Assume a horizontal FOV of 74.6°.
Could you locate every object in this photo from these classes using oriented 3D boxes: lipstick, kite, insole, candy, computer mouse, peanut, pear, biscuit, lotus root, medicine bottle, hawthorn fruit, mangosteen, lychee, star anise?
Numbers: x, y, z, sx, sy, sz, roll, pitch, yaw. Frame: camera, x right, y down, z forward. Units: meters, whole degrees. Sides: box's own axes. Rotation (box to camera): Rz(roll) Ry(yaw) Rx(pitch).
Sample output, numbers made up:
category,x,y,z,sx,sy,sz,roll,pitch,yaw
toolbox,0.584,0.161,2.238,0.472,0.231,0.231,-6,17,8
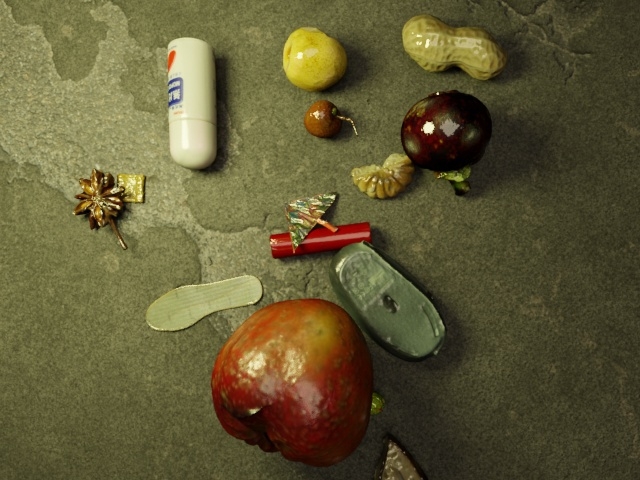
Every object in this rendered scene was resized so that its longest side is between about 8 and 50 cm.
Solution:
category,x,y,z,sx,sy,sz,roll,pitch,yaw
lipstick,0.000,-0.001,1.161,0.280,0.073,0.073,-8,87,3
kite,-0.033,-0.063,1.162,0.189,0.009,0.232,27,64,26
insole,-0.334,0.176,1.197,0.348,0.009,0.119,-15,86,2
candy,0.095,0.399,1.155,0.194,0.058,0.062,41,121,13
computer mouse,0.177,0.160,1.127,0.203,0.114,0.374,-41,94,-3
peanut,0.365,-0.522,1.151,0.298,0.120,0.136,16,112,2
pear,-0.013,-0.493,1.145,0.178,0.178,0.178,0,87,2
biscuit,0.185,-0.177,1.169,0.183,0.061,0.118,-18,88,1
lotus root,0.211,0.673,1.119,0.170,0.074,0.260,20,87,3
medicine bottle,-0.354,-0.367,1.166,0.130,0.130,0.340,-2,88,2
hawthorn fruit,-0.054,0.312,1.017,0.403,0.403,0.402,0,87,2
biscuit,-0.551,-0.151,1.218,0.081,0.018,0.083,1,88,2
mangosteen,0.336,-0.244,1.097,0.231,0.231,0.289,-19,108,1
lychee,0.022,-0.334,1.162,0.140,0.101,0.114,-15,119,14
star anise,-0.621,-0.085,1.188,0.177,0.073,0.233,-4,85,20
